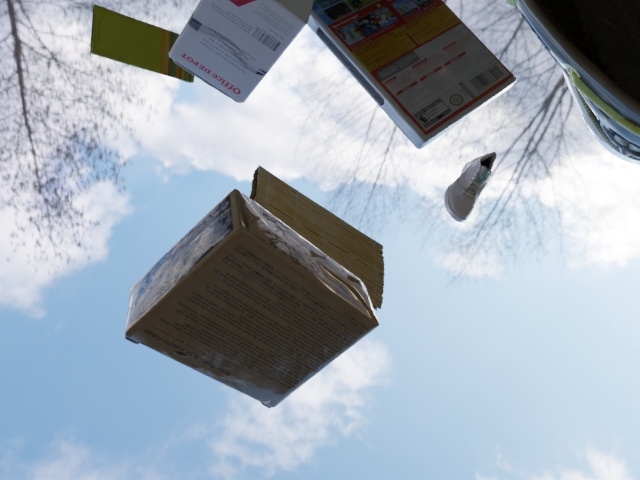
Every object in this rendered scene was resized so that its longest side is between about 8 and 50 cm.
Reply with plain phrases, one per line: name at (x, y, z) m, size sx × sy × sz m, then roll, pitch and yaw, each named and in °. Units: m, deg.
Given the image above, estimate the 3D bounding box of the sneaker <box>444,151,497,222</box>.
sneaker at (0.367, -0.139, 1.356) m, size 0.080 × 0.094 × 0.212 m, roll 36°, pitch -123°, yaw -9°

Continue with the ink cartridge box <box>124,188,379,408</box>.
ink cartridge box at (-0.078, 0.080, 0.677) m, size 0.234 × 0.193 × 0.088 m, roll 38°, pitch -159°, yaw -35°

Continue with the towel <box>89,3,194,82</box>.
towel at (-0.370, -0.412, 1.200) m, size 0.021 × 0.102 × 0.237 m, roll 0°, pitch 177°, yaw 44°

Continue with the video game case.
video game case at (0.112, -0.277, 0.774) m, size 0.204 × 0.025 × 0.285 m, roll -35°, pitch -99°, yaw -26°

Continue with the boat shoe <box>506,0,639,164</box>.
boat shoe at (0.129, -0.177, 0.290) m, size 0.305 × 0.109 × 0.091 m, roll 60°, pitch -161°, yaw 2°

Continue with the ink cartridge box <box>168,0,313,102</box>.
ink cartridge box at (-0.097, -0.255, 0.678) m, size 0.109 × 0.150 × 0.063 m, roll 30°, pitch -133°, yaw -23°

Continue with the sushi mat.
sushi mat at (0.000, 0.000, 1.023) m, size 0.316 × 0.019 × 0.151 m, roll 32°, pitch -136°, yaw -27°
